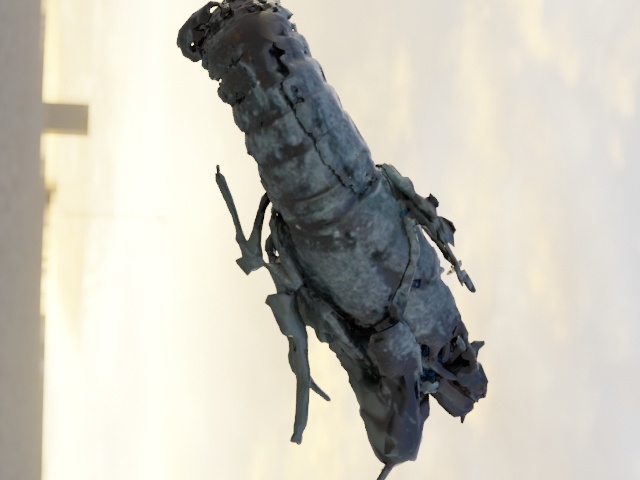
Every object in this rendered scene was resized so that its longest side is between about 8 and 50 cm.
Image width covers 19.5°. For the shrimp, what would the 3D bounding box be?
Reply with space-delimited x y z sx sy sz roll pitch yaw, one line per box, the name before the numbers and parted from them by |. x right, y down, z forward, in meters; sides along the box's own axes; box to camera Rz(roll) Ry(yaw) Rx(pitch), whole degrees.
shrimp | 0.000 -0.001 0.622 0.174 0.082 0.076 63 0 -6
